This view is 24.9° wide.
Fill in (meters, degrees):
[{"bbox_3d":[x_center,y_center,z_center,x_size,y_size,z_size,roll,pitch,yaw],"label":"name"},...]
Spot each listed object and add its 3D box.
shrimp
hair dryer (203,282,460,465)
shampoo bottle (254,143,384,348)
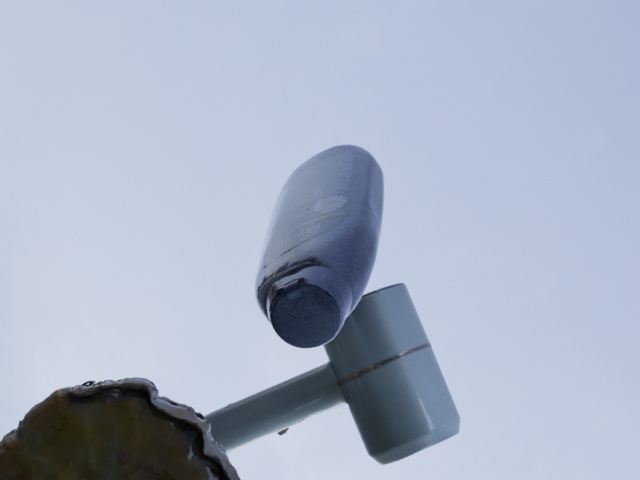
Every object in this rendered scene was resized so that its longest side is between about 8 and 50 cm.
[{"bbox_3d":[-0.122,0.194,0.785,0.173,0.058,0.253,19,-80,11],"label":"shrimp"},{"bbox_3d":[-0.033,0.190,1.572,0.357,0.107,0.173,-25,-99,23],"label":"hair dryer"},{"bbox_3d":[0.000,0.000,0.945,0.049,0.087,0.234,55,15,-16],"label":"shampoo bottle"}]
